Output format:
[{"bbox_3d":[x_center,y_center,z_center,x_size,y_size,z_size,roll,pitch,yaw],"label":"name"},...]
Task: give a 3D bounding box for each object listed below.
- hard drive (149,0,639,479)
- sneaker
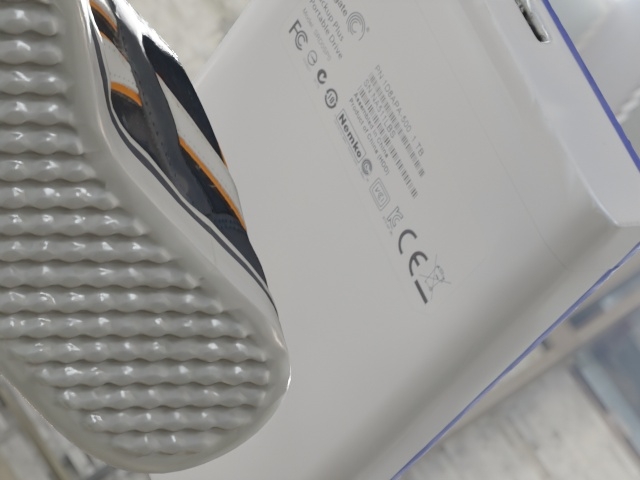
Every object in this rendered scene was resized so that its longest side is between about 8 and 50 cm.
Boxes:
[{"bbox_3d":[0.000,0.000,0.857,0.318,0.040,0.210,-49,-124,41],"label":"hard drive"},{"bbox_3d":[-0.120,-0.053,0.655,0.321,0.126,0.127,60,5,-44],"label":"sneaker"}]
